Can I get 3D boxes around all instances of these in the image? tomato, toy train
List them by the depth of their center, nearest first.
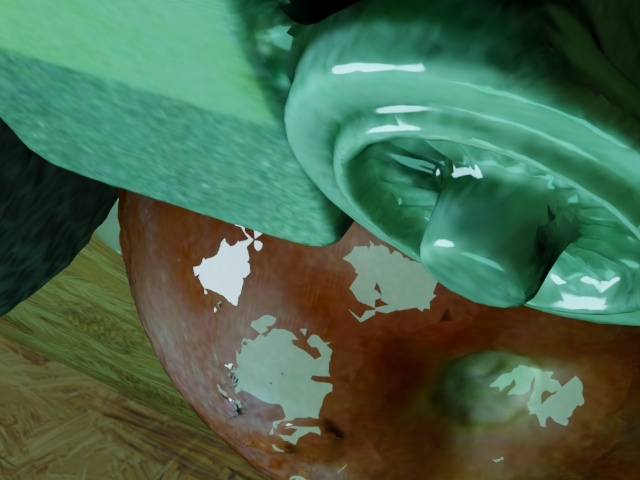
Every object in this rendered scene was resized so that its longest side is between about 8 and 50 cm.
[{"bbox_3d":[-0.006,-0.103,0.371,0.238,0.167,0.299,17,155,24],"label":"toy train"},{"bbox_3d":[0.041,-0.013,0.638,0.208,0.208,0.184,34,-150,-32],"label":"tomato"}]

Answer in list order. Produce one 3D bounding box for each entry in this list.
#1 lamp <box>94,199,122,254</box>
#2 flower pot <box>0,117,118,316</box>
[{"bbox_3d":[-0.097,-0.059,1.011,0.091,0.091,0.163,17,151,35],"label":"lamp"},{"bbox_3d":[-0.201,-0.103,0.601,0.299,0.299,0.283,24,176,8],"label":"flower pot"}]
